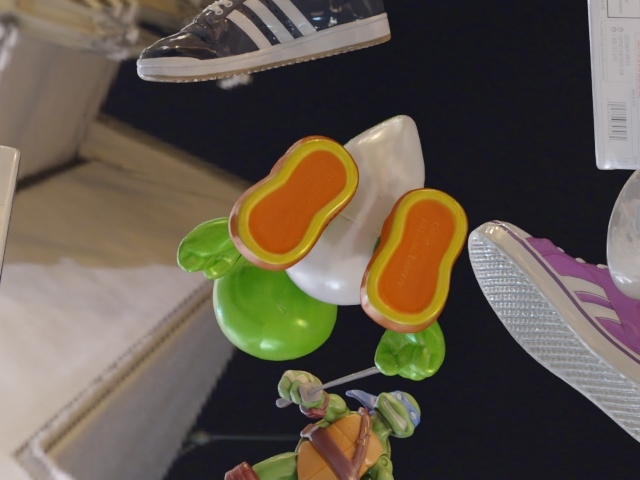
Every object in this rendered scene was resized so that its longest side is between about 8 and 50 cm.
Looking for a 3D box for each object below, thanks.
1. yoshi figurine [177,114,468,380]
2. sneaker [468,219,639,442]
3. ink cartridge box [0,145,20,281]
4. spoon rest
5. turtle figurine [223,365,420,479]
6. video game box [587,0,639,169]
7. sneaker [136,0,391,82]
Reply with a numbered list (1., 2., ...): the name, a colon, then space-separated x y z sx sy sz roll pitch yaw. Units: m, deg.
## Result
1. yoshi figurine: -0.006 0.028 1.161 0.203 0.362 0.204 -15 -91 -6
2. sneaker: 0.276 0.060 1.345 0.282 0.161 0.102 44 -26 18
3. ink cartridge box: -0.417 0.041 1.124 0.071 0.330 0.324 118 -23 -52
4. spoon rest: 0.357 -0.025 1.308 0.084 0.276 0.137 28 -56 53
5. turtle figurine: -0.004 0.243 1.475 0.266 0.198 0.275 -36 -154 -4
6. video game box: 0.300 -0.144 1.099 0.187 0.048 0.205 5 -50 21
7. sneaker: -0.067 -0.257 1.516 0.099 0.282 0.153 -157 -125 -64
